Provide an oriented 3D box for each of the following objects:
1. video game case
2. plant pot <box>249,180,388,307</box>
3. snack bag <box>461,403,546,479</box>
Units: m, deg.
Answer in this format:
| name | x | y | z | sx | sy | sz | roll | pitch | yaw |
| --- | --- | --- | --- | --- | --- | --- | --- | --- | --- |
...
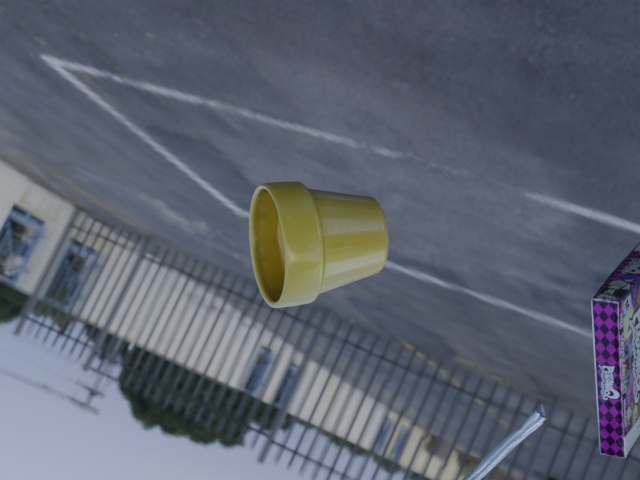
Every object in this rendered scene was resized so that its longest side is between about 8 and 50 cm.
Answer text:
| name | x | y | z | sx | sy | sz | roll | pitch | yaw |
| --- | --- | --- | --- | --- | --- | --- | --- | --- | --- |
| video game case | 0.424 | 0.141 | 1.348 | 0.042 | 0.232 | 0.210 | 6 | -155 | 34 |
| plant pot | 0.000 | 0.000 | 2.049 | 0.239 | 0.254 | 0.254 | -6 | -179 | -21 |
| snack bag | 0.242 | 0.393 | 1.597 | 0.037 | 0.342 | 0.323 | 46 | -178 | 16 |
